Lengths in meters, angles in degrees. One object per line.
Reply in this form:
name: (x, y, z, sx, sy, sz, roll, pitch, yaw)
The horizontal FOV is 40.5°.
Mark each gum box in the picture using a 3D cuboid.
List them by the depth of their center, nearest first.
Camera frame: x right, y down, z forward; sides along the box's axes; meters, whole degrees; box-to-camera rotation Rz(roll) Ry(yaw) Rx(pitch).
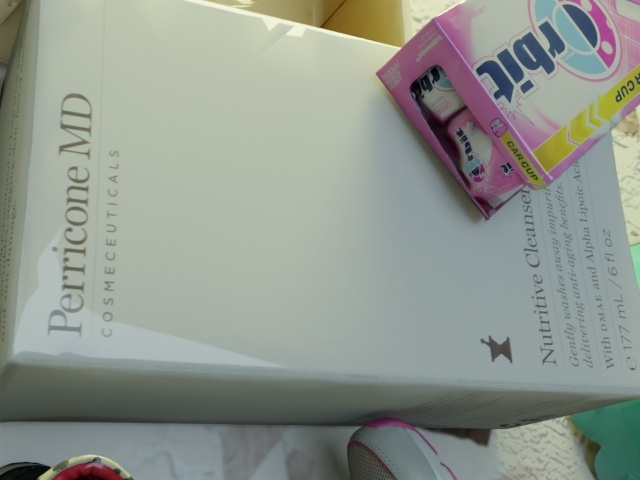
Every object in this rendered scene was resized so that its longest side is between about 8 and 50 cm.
gum box: (0.130, -0.104, 0.518, 0.188, 0.062, 0.107, -37, 90, -34)

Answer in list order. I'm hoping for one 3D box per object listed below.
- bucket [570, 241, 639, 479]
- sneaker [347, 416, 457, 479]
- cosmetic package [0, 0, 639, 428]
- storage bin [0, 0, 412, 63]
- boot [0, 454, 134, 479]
bucket: (0.354, 0.099, 0.677, 0.281, 0.183, 0.281, 10, 68, -27)
sneaker: (0.028, 0.230, 0.494, 0.111, 0.103, 0.252, 1, 82, -23)
cosmetic package: (0.000, 0.000, 0.535, 0.385, 0.156, 0.217, 6, 68, -28)
storage bin: (-0.084, -0.231, 0.591, 0.260, 0.123, 0.262, 8, 70, -26)
boot: (-0.142, 0.208, 0.374, 0.085, 0.178, 0.236, 19, 64, -22)
